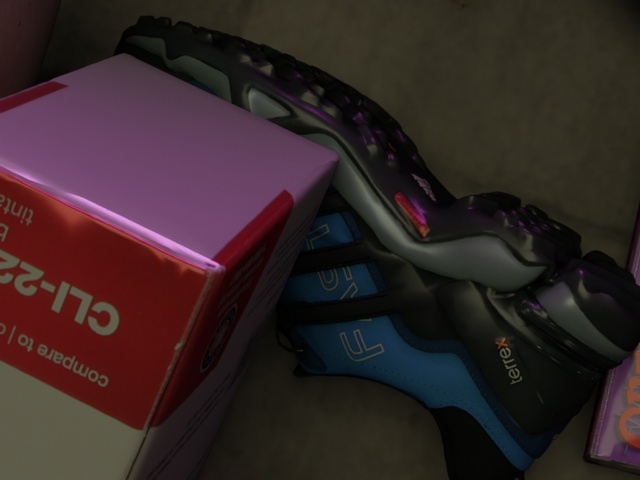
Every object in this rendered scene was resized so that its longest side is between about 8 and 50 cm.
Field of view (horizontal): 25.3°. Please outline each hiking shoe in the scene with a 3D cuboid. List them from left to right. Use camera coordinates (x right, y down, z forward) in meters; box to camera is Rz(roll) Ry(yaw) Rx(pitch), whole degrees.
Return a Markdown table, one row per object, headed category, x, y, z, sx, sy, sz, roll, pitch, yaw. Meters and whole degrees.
| category | x | y | z | sx | sy | sz | roll | pitch | yaw |
| --- | --- | --- | --- | --- | --- | --- | --- | --- | --- |
| hiking shoe | 0.000 | 0.000 | 0.685 | 0.304 | 0.113 | 0.132 | 36 | 104 | 22 |

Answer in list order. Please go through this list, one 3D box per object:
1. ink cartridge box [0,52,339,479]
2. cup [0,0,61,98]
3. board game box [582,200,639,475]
| category | x | y | z | sx | sy | sz | roll | pitch | yaw |
| --- | --- | --- | --- | --- | --- | --- | --- | --- | --- |
| ink cartridge box | -0.111 | 0.080 | 0.581 | 0.114 | 0.197 | 0.273 | 25 | 108 | 5 |
| cup | -0.255 | -0.061 | 0.549 | 0.331 | 0.331 | 0.237 | -7 | 67 | 4 |
| board game box | 0.268 | -0.035 | 0.698 | 0.208 | 0.056 | 0.347 | 15 | 80 | 5 |
